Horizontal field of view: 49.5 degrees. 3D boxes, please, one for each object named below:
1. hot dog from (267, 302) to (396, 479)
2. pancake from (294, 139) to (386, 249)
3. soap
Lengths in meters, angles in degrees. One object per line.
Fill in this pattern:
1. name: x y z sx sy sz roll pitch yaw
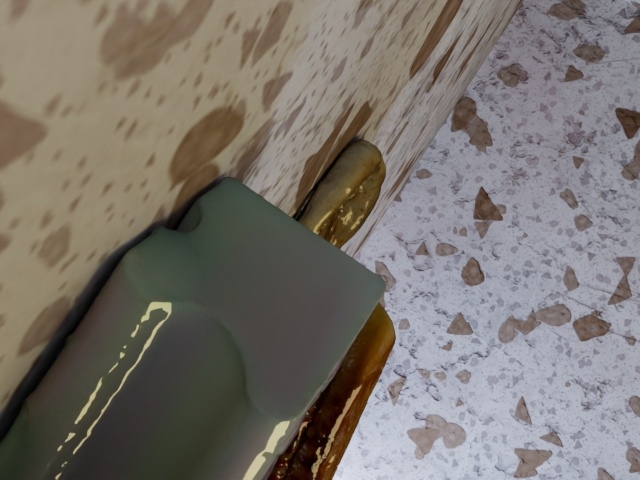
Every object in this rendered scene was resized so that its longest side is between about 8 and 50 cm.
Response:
1. hot dog: -0.051 0.249 0.966 0.405 0.185 0.223 -67 164 5
2. pancake: -0.001 -0.001 0.832 0.282 0.049 0.282 -56 171 -13
3. soap: -0.100 0.137 0.392 0.347 0.115 0.208 -57 175 -3
